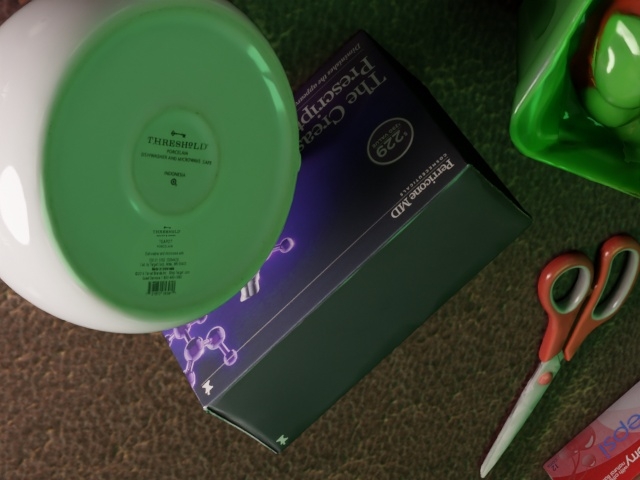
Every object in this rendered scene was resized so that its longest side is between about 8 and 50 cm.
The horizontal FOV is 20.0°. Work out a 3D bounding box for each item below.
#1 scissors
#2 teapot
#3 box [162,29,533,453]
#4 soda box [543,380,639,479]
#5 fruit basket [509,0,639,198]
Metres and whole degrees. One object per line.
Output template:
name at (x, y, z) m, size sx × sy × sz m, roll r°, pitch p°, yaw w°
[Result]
scissors at (0.230, 0.116, 1.738) m, size 0.109 × 0.021 × 0.297 m, roll -10°, pitch 132°, yaw -27°
teapot at (-0.148, -0.063, 1.218) m, size 0.252 × 0.187 × 0.256 m, roll -50°, pitch 126°, yaw -23°
box at (0.000, 0.000, 1.361) m, size 0.261 × 0.184 × 0.103 m, roll -43°, pitch 138°, yaw 9°
soda box at (0.360, 0.186, 1.841) m, size 0.263 × 0.083 × 0.092 m, roll -43°, pitch 138°, yaw 10°
fruit basket at (0.333, -0.084, 1.311) m, size 0.392 × 0.392 × 0.283 m, roll 8°, pitch 124°, yaw -37°
